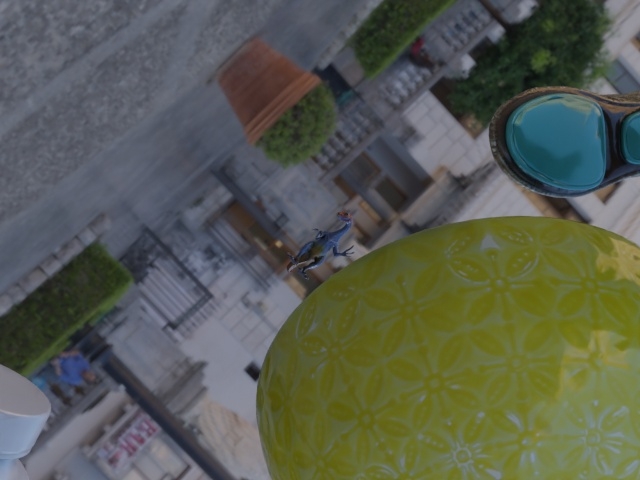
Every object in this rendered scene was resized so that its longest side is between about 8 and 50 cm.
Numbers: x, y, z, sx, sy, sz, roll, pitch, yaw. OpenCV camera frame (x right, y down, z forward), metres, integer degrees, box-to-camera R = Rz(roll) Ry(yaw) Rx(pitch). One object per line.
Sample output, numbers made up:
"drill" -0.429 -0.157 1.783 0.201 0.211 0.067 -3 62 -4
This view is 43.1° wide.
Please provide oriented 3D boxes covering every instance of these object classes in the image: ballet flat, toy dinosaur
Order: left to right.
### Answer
"toy dinosaur" 0.000 0.000 0.911 0.082 0.047 0.090 -44 -160 -19
"ballet flat" 0.175 -0.066 0.545 0.206 0.073 0.067 -4 -174 -32

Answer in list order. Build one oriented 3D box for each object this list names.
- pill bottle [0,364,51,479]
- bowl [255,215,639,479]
"pill bottle" -0.325 0.229 0.635 0.272 0.152 0.152 -61 -175 -2
"bowl" 0.107 0.146 0.468 0.289 0.289 0.156 -42 -149 24
